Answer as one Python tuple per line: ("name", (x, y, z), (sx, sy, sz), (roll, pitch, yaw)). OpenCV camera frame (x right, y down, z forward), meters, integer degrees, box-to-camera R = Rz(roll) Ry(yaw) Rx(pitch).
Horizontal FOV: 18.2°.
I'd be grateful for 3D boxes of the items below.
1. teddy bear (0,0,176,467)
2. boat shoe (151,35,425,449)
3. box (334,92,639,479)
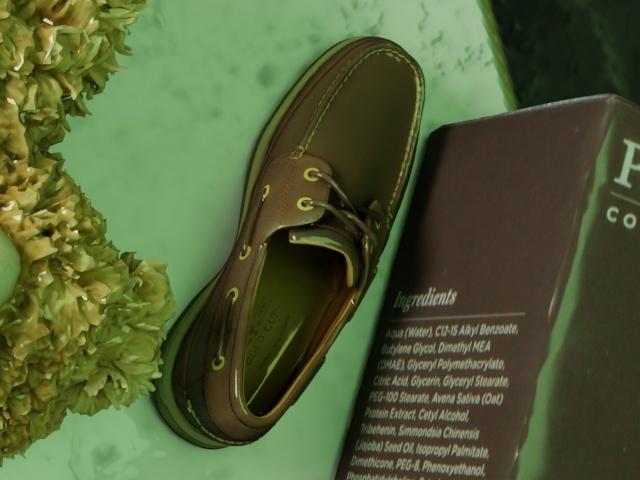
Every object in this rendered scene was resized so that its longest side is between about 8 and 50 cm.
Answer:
("teddy bear", (-0.159, -0.081, 0.663), (0.245, 0.113, 0.338), (3, 86, -25))
("boat shoe", (0.000, 0.000, 0.767), (0.064, 0.060, 0.178), (33, 73, -22))
("box", (0.102, 0.156, 0.770), (0.191, 0.143, 0.381), (21, 76, -24))
